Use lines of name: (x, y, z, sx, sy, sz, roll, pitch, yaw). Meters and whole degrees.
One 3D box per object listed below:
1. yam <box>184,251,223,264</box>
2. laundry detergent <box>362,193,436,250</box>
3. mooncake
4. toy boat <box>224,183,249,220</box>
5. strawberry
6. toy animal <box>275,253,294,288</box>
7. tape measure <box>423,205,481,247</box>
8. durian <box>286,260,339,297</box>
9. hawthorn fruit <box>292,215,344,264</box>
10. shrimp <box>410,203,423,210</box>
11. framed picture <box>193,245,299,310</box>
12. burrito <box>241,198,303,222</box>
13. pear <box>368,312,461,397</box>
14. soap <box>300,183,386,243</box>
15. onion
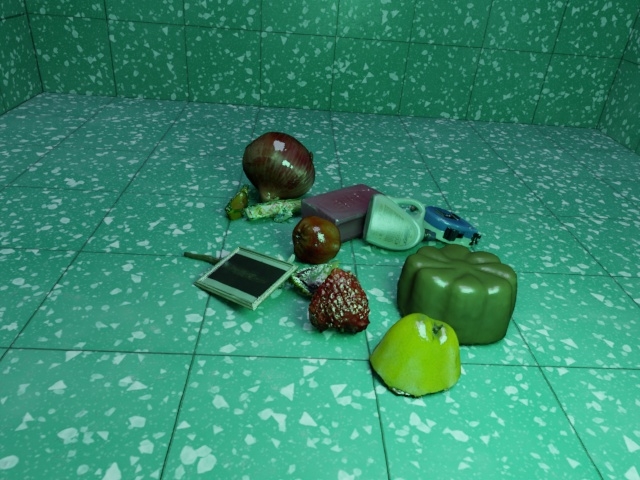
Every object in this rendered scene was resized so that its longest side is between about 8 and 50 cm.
yam: (-0.387, 0.070, 1.779, 0.234, 0.027, 0.029, 13, -4, 14)
laundry detergent: (0.319, -0.063, 1.938, 0.280, 0.215, 0.105, 11, -3, -6)
mooncake: (0.438, 0.150, 1.592, 0.378, 0.201, 0.378, 5, 27, -3)
toy boat: (-0.353, -0.160, 2.115, 0.089, 0.088, 0.229, 9, 31, 8)
strawberry: (0.059, 0.185, 1.499, 0.186, 0.202, 0.184, 8, 6, 43)
toy animal: (-0.137, 0.107, 1.716, 0.071, 0.085, 0.124, -2, 21, 24)
tape measure: (0.493, -0.095, 2.095, 0.215, 0.098, 0.351, 9, 22, -29)
durian: (-0.016, 0.148, 1.665, 0.186, 0.119, 0.108, -15, 73, -10)
hawthorn fruit: (0.000, 0.000, 1.825, 0.200, 0.179, 0.179, 3, 28, -28)
shrimp: (0.438, -0.158, 2.294, 0.038, 0.029, 0.092, 21, 28, 40)
framed picture: (-0.249, 0.112, 1.645, 0.293, 0.018, 0.231, 15, 45, 36)
burrito: (-0.184, -0.120, 2.092, 0.288, 0.054, 0.104, -12, 63, -23)
pear: (0.273, 0.284, 1.378, 0.266, 0.178, 0.267, 3, 26, -1)
soap: (0.116, -0.115, 2.075, 0.359, 0.128, 0.233, -19, 37, -37)
onion: (-0.184, -0.329, 2.215, 0.353, 0.354, 0.354, 4, 30, -2)
